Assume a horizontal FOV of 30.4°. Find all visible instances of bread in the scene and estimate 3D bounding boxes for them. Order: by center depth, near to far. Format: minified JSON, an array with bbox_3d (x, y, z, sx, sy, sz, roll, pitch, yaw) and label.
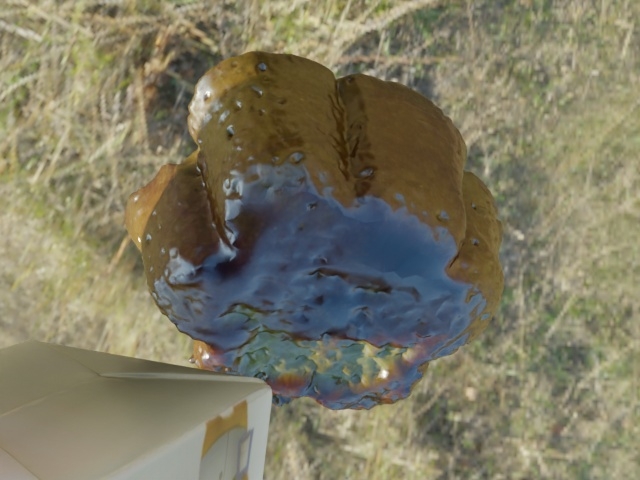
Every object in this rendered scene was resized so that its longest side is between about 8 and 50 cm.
[{"bbox_3d":[-0.001,0.010,0.782,0.246,0.135,0.232,22,125,-24],"label":"bread"}]

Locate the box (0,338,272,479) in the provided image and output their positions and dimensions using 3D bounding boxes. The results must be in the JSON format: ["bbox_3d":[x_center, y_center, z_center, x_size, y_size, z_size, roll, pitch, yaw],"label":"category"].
[{"bbox_3d":[-0.136,0.234,0.524,0.143,0.225,0.341,7,96,16],"label":"box"}]
